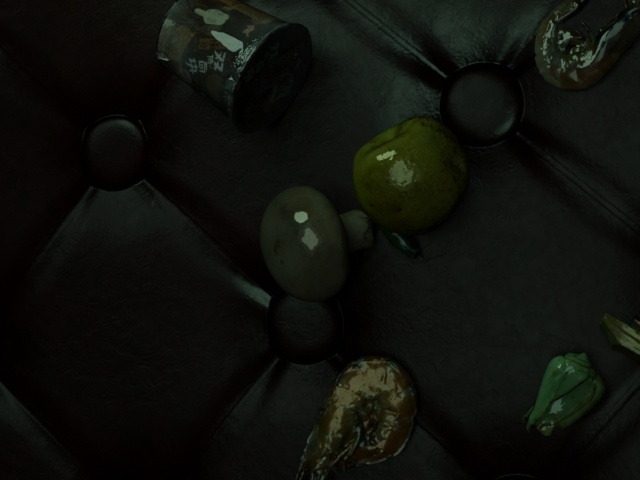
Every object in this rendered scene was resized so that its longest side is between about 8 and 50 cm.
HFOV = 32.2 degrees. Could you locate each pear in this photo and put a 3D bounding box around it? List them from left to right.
[{"bbox_3d":[0.155,-0.100,1.851,0.197,0.197,0.197,0,89,18],"label":"pear"}]

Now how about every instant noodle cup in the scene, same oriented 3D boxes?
[{"bbox_3d":[-0.158,-0.329,1.948,0.207,0.217,0.217,35,99,22],"label":"instant noodle cup"}]

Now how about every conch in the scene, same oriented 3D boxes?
[{"bbox_3d":[0.405,0.260,1.826,0.106,0.079,0.170,34,114,21],"label":"conch"}]

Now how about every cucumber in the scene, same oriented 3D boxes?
[{"bbox_3d":[0.124,-0.024,1.934,0.039,0.039,0.168,-37,77,13],"label":"cucumber"}]

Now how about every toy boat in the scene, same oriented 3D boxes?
[{"bbox_3d":[0.533,0.165,1.791,0.172,0.065,0.066,26,77,14],"label":"toy boat"}]

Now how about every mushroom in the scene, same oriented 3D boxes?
[{"bbox_3d":[0.000,0.000,1.915,0.204,0.204,0.204,0,89,18],"label":"mushroom"}]

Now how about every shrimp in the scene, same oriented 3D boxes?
[{"bbox_3d":[0.059,0.349,1.937,0.164,0.062,0.317,31,95,13],"label":"shrimp"},{"bbox_3d":[0.459,-0.359,1.829,0.251,0.052,0.143,-43,74,13],"label":"shrimp"}]
